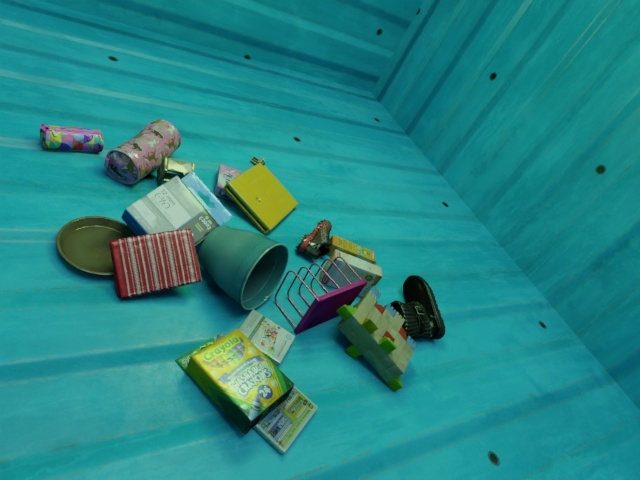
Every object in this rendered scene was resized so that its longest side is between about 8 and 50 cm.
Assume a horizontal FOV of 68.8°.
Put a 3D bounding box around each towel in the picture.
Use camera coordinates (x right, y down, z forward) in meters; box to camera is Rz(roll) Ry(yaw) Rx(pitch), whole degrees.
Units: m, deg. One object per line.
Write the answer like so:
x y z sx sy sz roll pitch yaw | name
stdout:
-0.558 0.074 1.582 0.274 0.031 0.199 -11 84 -25 | towel

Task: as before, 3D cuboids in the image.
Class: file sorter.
-0.005 0.199 1.840 0.290 0.202 0.182 -14 54 -46 | file sorter

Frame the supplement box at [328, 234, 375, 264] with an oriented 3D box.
0.145 0.059 2.229 0.233 0.080 0.078 23 38 -17 | supplement box

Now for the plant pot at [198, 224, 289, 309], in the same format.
-0.298 0.075 1.730 0.255 0.272 0.271 29 33 21 | plant pot

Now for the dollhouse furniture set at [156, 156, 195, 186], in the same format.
-0.616 -0.233 1.983 0.129 0.129 0.184 7 67 -32 | dollhouse furniture set

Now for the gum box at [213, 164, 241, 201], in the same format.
-0.434 -0.266 2.187 0.107 0.062 0.189 17 39 -20 | gum box

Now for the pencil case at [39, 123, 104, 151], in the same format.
-1.008 -0.414 1.896 0.236 0.104 0.104 -4 49 -42 | pencil case

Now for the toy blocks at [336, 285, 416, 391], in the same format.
0.240 0.358 1.853 0.381 0.190 0.261 49 35 0 | toy blocks

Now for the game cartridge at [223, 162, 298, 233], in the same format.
-0.270 -0.207 2.197 0.285 0.052 0.324 49 32 -5 | game cartridge

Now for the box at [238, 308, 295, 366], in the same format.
-0.199 0.346 1.657 0.186 0.038 0.145 34 35 0 | box

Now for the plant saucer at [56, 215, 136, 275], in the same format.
-0.758 0.023 1.614 0.277 0.041 0.278 21 36 -16 | plant saucer

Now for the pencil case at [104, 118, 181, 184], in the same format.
-0.755 -0.386 2.007 0.167 0.160 0.386 -7 32 19 | pencil case

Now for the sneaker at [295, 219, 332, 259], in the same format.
0.000 0.000 2.171 0.135 0.098 0.276 36 37 6 | sneaker

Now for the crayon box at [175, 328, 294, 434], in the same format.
-0.267 0.412 1.460 0.322 0.083 0.203 38 35 19 | crayon box

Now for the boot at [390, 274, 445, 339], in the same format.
0.394 0.291 2.094 0.259 0.131 0.348 8 42 -30 | boot

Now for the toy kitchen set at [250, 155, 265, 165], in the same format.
-0.337 -0.405 2.429 0.075 0.083 0.068 35 77 4 | toy kitchen set

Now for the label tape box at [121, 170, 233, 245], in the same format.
-0.512 -0.099 1.739 0.249 0.115 0.347 50 58 -6 | label tape box

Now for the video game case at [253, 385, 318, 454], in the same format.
-0.133 0.538 1.489 0.193 0.023 0.212 39 35 10 | video game case

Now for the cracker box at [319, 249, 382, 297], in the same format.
0.132 0.149 2.041 0.232 0.156 0.067 22 36 -16 | cracker box
